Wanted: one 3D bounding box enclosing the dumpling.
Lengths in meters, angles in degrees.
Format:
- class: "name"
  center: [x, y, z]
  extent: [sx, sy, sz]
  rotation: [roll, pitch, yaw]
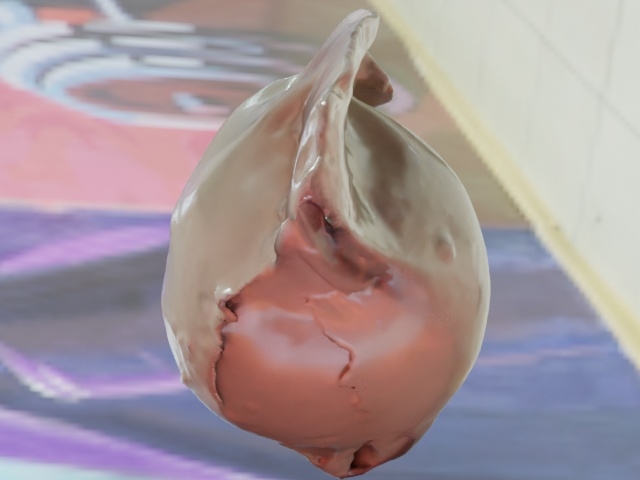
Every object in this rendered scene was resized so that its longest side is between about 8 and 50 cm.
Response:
- class: "dumpling"
  center: [0.000, 0.000, 0.624]
  extent: [0.188, 0.108, 0.127]
  rotation: [83, -178, -50]
